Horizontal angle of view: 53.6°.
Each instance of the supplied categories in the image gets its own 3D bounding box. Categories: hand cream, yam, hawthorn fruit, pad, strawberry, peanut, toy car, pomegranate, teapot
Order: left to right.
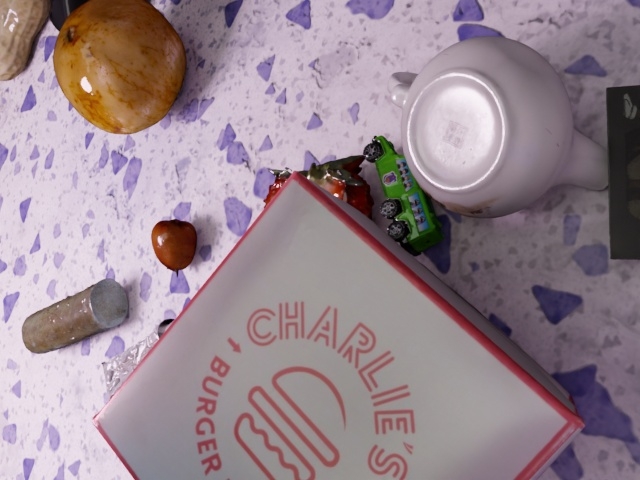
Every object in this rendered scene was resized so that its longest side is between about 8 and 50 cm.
[{"bbox_3d":[-0.735,-0.526,1.521,0.136,0.120,0.298,37,102,31],"label":"peanut"},{"bbox_3d":[-0.481,0.153,1.225,0.259,0.093,0.093,-22,70,32],"label":"yam"},{"bbox_3d":[-0.355,-0.312,1.134,0.248,0.248,0.248,-7,78,36],"label":"pomegranate"},{"bbox_3d":[-0.309,0.200,1.113,0.257,0.050,0.084,-39,59,33],"label":"hand cream"},{"bbox_3d":[-0.251,0.013,1.083,0.081,0.081,0.093,19,106,38],"label":"hawthorn fruit"},{"bbox_3d":[0.012,0.004,0.873,0.174,0.098,0.228,-12,78,36],"label":"strawberry"},{"bbox_3d":[0.109,-0.063,0.829,0.062,0.071,0.165,-22,69,17],"label":"toy car"},{"bbox_3d":[0.185,-0.136,0.740,0.298,0.139,0.204,43,130,31],"label":"teapot"},{"bbox_3d":[0.365,-0.073,0.652,0.127,0.004,0.190,-1,82,20],"label":"pad"}]

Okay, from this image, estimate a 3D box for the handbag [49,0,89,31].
[{"bbox_3d":[-0.473,-0.568,1.321,0.288,0.152,0.342,26,96,49],"label":"handbag"}]

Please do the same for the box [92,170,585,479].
[{"bbox_3d":[0.037,0.171,0.640,0.314,0.300,0.312,42,96,23],"label":"box"}]
